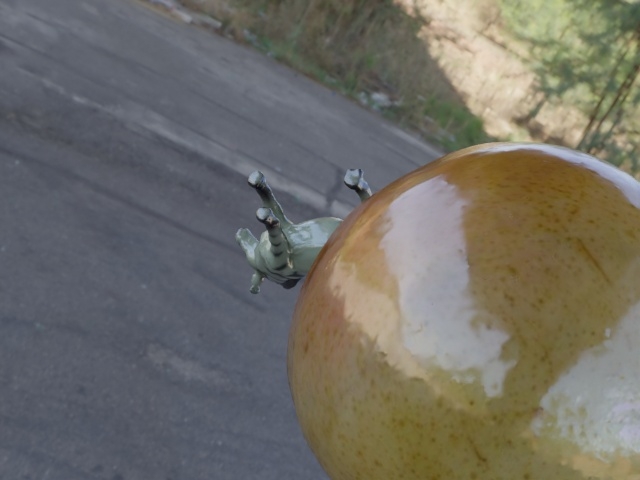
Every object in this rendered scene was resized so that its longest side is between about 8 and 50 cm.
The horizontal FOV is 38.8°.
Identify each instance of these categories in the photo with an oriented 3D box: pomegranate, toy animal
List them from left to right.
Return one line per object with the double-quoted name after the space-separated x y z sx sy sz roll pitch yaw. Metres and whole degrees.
-0.002 0.005 0.908 0.217 0.073 0.176 3 -30 17 "toy animal"
0.116 0.086 0.627 0.319 0.319 0.319 27 18 -10 "pomegranate"
